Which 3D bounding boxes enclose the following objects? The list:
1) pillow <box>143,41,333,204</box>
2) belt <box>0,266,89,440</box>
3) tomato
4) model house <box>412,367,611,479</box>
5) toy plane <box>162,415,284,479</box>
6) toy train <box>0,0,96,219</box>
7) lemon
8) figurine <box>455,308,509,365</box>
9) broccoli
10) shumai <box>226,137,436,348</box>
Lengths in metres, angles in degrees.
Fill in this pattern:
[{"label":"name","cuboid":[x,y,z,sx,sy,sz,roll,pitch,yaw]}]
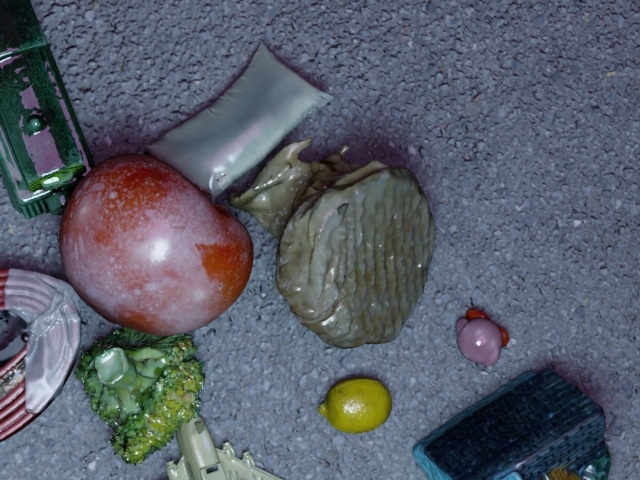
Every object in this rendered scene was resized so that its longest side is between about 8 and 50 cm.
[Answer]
[{"label":"pillow","cuboid":[-0.121,-0.175,1.954,0.254,0.078,0.144,-43,69,-11]},{"label":"belt","cuboid":[-0.469,0.161,1.841,0.324,0.115,0.227,-40,92,-12]},{"label":"tomato","cuboid":[-0.234,0.013,1.820,0.270,0.270,0.227,37,87,-4]},{"label":"model house","cuboid":[0.311,0.321,1.889,0.261,0.241,0.226,-32,87,-12]},{"label":"toy plane","cuboid":[-0.158,0.347,1.885,0.229,0.092,0.244,-15,89,-26]},{"label":"toy train","cuboid":[-0.419,-0.195,1.859,0.139,0.178,0.330,-22,86,-11]},{"label":"lemon","cuboid":[0.051,0.241,1.935,0.111,0.082,0.082,-3,84,-16]},{"label":"figurine","cuboid":[0.237,0.147,1.982,0.083,0.067,0.071,34,58,12]},{"label":"broccoli","cuboid":[-0.263,0.196,1.827,0.194,0.194,0.219,1,72,-9]},{"label":"shumai","cuboid":[0.000,0.000,1.912,0.267,0.262,0.314,-43,136,-22]}]
